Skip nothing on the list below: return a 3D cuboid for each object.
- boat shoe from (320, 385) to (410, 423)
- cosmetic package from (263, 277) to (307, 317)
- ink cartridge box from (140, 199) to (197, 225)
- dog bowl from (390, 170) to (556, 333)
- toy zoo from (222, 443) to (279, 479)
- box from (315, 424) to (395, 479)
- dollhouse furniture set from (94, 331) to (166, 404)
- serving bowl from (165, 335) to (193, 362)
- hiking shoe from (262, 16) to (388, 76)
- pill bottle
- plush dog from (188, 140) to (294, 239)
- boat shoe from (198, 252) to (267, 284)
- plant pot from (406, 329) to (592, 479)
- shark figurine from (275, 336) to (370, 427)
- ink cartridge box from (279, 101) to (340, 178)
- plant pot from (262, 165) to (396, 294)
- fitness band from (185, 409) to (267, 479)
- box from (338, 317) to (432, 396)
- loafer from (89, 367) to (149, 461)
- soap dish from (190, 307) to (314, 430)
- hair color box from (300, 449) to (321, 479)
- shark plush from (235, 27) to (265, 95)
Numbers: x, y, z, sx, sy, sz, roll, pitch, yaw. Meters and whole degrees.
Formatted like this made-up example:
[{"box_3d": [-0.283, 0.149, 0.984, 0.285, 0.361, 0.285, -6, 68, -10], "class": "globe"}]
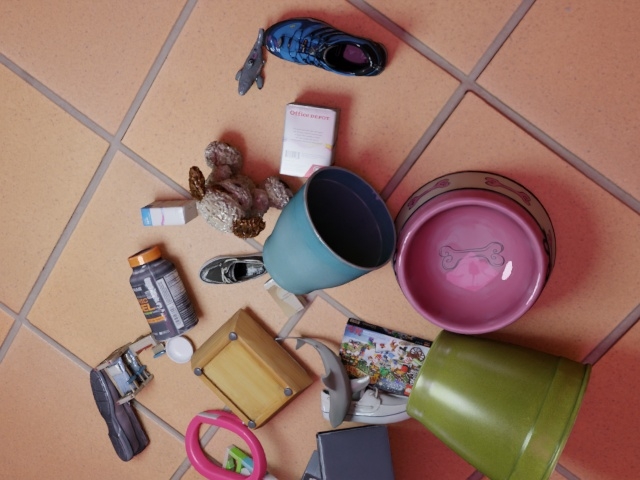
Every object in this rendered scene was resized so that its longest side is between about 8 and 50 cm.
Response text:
[{"box_3d": [0.129, 0.433, 1.856, 0.267, 0.096, 0.088, -3, 106, 20], "class": "boat shoe"}, {"box_3d": [-0.095, 0.144, 1.841, 0.060, 0.041, 0.115, -37, 96, 20], "class": "cosmetic package"}, {"box_3d": [-0.401, -0.074, 1.819, 0.122, 0.088, 0.052, -3, 106, 14], "class": "ink cartridge box"}, {"box_3d": [0.360, 0.044, 1.648, 0.407, 0.150, 0.408, 4, 107, 12], "class": "dog bowl"}, {"box_3d": [-0.181, 0.749, 1.985, 0.293, 0.030, 0.192, 27, 114, 33], "class": "toy zoo"}, {"box_3d": [0.094, 0.628, 1.738, 0.182, 0.294, 0.296, -8, 76, -3], "class": "box"}, {"box_3d": [-0.517, 0.357, 1.958, 0.183, 0.129, 0.129, -28, 99, 19], "class": "dollhouse furniture set"}, {"box_3d": [-0.402, 0.310, 1.971, 0.083, 0.027, 0.083, 4, 107, 11], "class": "serving bowl"}, {"box_3d": [0.005, -0.452, 1.586, 0.304, 0.132, 0.113, 12, 109, 9], "class": "hiking shoe"}, {"box_3d": [-0.438, 0.141, 1.873, 0.130, 0.130, 0.246, -18, 101, 18], "class": "pill bottle"}, {"box_3d": [-0.228, -0.096, 1.699, 0.262, 0.225, 0.211, 36, 111, 0], "class": "plush dog"}, {"box_3d": [-0.235, 0.079, 1.838, 0.219, 0.070, 0.078, -13, 103, 16], "class": "boat shoe"}, {"box_3d": [0.411, 0.390, 1.659, 0.353, 0.366, 0.367, 24, 111, 18], "class": "plant pot"}, {"box_3d": [0.010, 0.340, 1.795, 0.166, 0.116, 0.278, -39, 73, 26], "class": "shark figurine"}, {"box_3d": [-0.024, -0.246, 1.688, 0.127, 0.072, 0.175, 10, 109, 10], "class": "ink cartridge box"}, {"box_3d": [0.000, 0.000, 1.663, 0.272, 0.271, 0.255, 49, 133, -5], "class": "plant pot"}, {"box_3d": [-0.276, 0.599, 1.971, 0.290, 0.054, 0.209, 6, 104, 33], "class": "fitness band"}, {"box_3d": [0.167, 0.316, 1.832, 0.233, 0.044, 0.159, 15, 109, 8], "class": "box"}, {"box_3d": [-0.604, 0.509, 2.060, 0.109, 0.095, 0.303, -7, 102, 46], "class": "loafer"}, {"box_3d": [-0.198, 0.366, 1.893, 0.291, 0.118, 0.229, 46, 111, -2], "class": "soap dish"}, {"box_3d": [0.110, 0.772, 1.949, 0.374, 0.113, 0.185, 23, 111, 5], "class": "hair color box"}, {"box_3d": [-0.158, -0.430, 1.665, 0.073, 0.067, 0.161, 34, 111, 1], "class": "shark plush"}]
